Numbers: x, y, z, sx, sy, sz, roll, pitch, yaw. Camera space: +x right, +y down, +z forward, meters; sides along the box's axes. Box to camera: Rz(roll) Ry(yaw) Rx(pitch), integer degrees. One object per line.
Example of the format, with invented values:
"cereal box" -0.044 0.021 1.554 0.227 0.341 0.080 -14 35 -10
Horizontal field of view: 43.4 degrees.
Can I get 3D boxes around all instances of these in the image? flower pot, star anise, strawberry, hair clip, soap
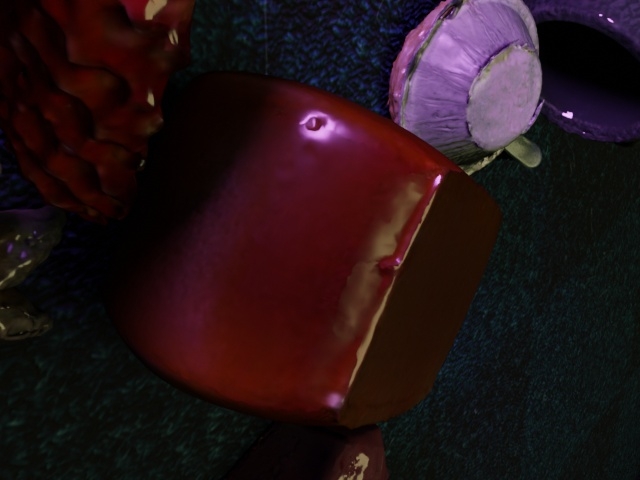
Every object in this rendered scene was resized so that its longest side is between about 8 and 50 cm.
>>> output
"flower pot" 0.431 -0.299 1.068 0.283 0.299 0.299 -52 142 -19
"star anise" -0.230 0.026 0.516 0.171 0.063 0.208 -8 113 -54
"strawberry" -0.133 -0.173 0.459 0.149 0.265 0.336 15 118 -16
"hair clip" 0.221 -0.164 1.068 0.229 0.070 0.039 35 81 -47
"soap" -0.033 0.346 0.894 0.220 0.127 0.325 31 80 -56

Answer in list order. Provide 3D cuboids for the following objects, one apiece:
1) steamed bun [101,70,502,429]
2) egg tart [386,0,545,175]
"steamed bun" -0.016 0.008 0.642 0.235 0.248 0.379 -68 161 3
"egg tart" 0.184 -0.174 0.929 0.234 0.094 0.234 -21 126 -32
